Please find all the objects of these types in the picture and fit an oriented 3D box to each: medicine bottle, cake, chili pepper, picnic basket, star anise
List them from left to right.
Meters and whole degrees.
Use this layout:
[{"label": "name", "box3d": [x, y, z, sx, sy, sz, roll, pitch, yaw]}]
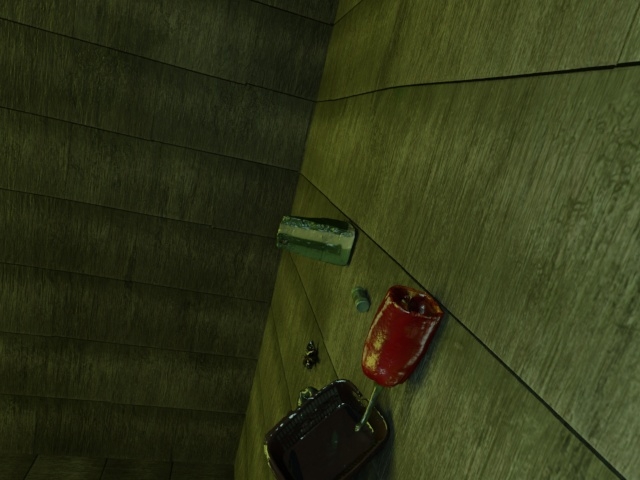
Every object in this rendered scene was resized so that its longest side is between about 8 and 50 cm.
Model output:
[{"label": "star anise", "box3d": [-0.050, 0.508, 1.868, 0.124, 0.056, 0.129, -95, 21, -46]}, {"label": "cake", "box3d": [-0.006, -0.001, 1.648, 0.172, 0.284, 0.158, 37, 117, 56]}, {"label": "picnic basket", "box3d": [0.015, 0.521, 1.123, 0.222, 0.297, 0.129, 44, 157, 29]}, {"label": "medicine bottle", "box3d": [0.128, 0.190, 1.412, 0.083, 0.047, 0.047, -106, 30, -60]}, {"label": "chili pepper", "box3d": [0.162, 0.272, 1.024, 0.131, 0.135, 0.338, -126, 48, -58]}]

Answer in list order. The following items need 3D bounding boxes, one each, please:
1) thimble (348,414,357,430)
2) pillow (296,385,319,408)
[{"label": "thimble", "box3d": [0.098, 0.532, 1.248, 0.110, 0.062, 0.084, -95, 18, -48]}, {"label": "pillow", "box3d": [-0.001, 0.624, 1.279, 0.228, 0.101, 0.326, 55, -154, -44]}]
